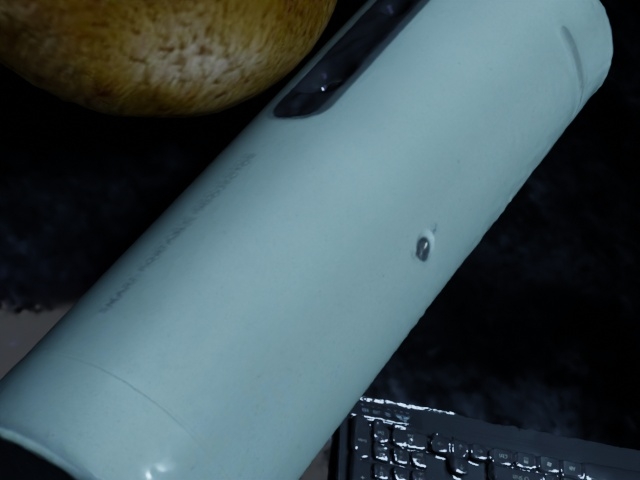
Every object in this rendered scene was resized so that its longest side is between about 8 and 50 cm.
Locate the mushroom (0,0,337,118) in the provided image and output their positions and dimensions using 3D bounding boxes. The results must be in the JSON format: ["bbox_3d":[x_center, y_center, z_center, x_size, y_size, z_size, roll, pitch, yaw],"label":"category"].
[{"bbox_3d":[-0.123,-0.167,0.633,0.297,0.163,0.278,26,54,-8],"label":"mushroom"}]

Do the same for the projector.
[{"bbox_3d":[0.000,0.000,0.618,0.108,0.108,0.337,38,54,3],"label":"projector"}]

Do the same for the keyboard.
[{"bbox_3d":[0.100,0.111,0.649,0.196,0.015,0.074,13,57,-15],"label":"keyboard"}]
